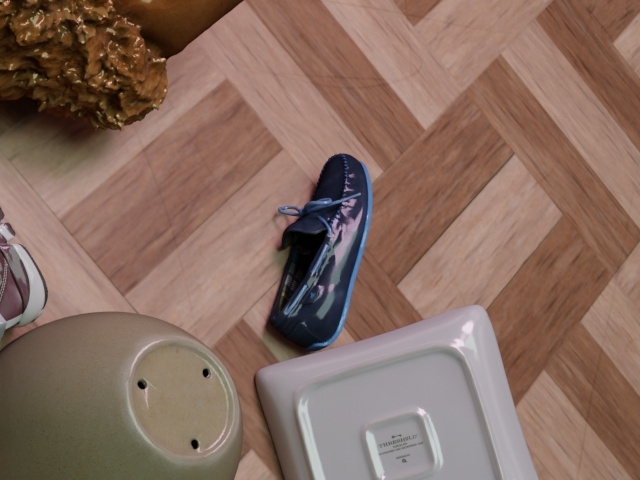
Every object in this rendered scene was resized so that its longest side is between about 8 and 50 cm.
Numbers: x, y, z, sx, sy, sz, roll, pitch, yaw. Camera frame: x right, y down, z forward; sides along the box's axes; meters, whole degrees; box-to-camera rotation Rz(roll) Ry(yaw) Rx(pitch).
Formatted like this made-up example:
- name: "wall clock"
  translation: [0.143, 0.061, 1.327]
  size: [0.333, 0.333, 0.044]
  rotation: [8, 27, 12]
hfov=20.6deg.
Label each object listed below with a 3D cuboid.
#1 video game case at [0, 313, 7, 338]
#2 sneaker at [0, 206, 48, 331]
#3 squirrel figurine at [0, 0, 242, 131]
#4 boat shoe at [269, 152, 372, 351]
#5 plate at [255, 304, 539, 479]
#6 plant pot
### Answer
- name: "video game case"
  translation: [-0.452, 0.025, 1.560]
  size: [0.244, 0.061, 0.269]
  rotation: [-20, 63, -44]
- name: "sneaker"
  translation: [-0.406, -0.009, 1.769]
  size: [0.162, 0.106, 0.281]
  rotation: [-36, 94, -40]
- name: "squirrel figurine"
  translation: [-0.266, -0.321, 1.870]
  size: [0.370, 0.281, 0.397]
  rotation: [37, 73, -60]
- name: "boat shoe"
  translation: [0.000, 0.000, 2.085]
  size: [0.089, 0.109, 0.258]
  rotation: [24, 53, -23]
- name: "plate"
  translation: [0.090, 0.233, 1.963]
  size: [0.277, 0.045, 0.278]
  rotation: [-16, 76, 1]
- name: "plant pot"
  translation: [-0.188, 0.187, 1.783]
  size: [0.284, 0.191, 0.284]
  rotation: [18, 58, -31]
